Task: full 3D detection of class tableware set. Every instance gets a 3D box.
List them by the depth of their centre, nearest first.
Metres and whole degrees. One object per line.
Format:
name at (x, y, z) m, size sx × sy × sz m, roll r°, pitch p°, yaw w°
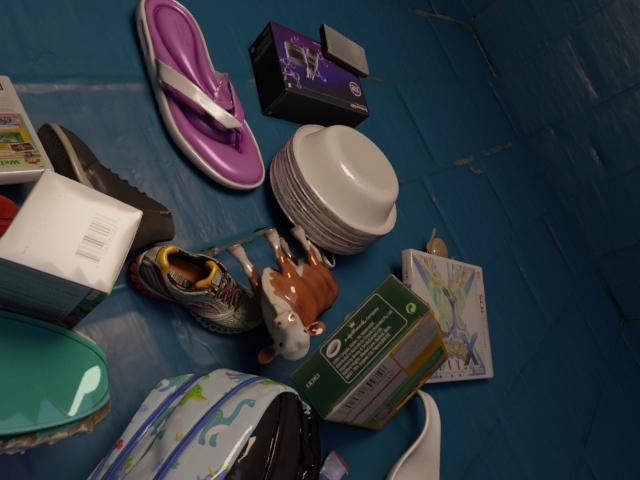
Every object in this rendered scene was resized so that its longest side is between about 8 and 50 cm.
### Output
tableware set at (0.289, 0.077, 1.069) m, size 0.128 × 0.039 × 0.194 m, roll 50°, pitch 51°, yaw -27°

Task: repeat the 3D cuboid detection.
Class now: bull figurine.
bull figurine at (-0.049, 0.076, 0.668) m, size 0.188 × 0.101 × 0.310 m, roll 65°, pitch 13°, yaw 4°

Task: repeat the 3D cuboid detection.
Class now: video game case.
video game case at (-0.468, -0.135, 0.479) m, size 0.213 × 0.023 × 0.193 m, roll -16°, pitch 63°, yaw -45°
video game case at (0.322, 0.192, 1.006) m, size 0.329 × 0.036 × 0.299 m, roll 13°, pitch 70°, yaw -39°

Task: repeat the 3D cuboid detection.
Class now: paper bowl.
paper bowl at (0.048, -0.123, 0.845) m, size 0.285 × 0.148 × 0.284 m, roll 27°, pitch 42°, yaw -27°

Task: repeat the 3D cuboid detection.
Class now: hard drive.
hard drive at (0.058, -0.466, 1.000) m, size 0.135 × 0.022 × 0.094 m, roll 12°, pitch 60°, yaw -37°

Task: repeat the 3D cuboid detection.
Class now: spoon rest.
spoon rest at (0.182, 0.416, 0.777) m, size 0.137 × 0.084 × 0.276 m, roll 32°, pitch 51°, yaw -26°

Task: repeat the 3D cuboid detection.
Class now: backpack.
backpack at (-0.131, 0.310, 0.428) m, size 0.355 × 0.274 × 0.289 m, roll -51°, pitch 133°, yaw -33°

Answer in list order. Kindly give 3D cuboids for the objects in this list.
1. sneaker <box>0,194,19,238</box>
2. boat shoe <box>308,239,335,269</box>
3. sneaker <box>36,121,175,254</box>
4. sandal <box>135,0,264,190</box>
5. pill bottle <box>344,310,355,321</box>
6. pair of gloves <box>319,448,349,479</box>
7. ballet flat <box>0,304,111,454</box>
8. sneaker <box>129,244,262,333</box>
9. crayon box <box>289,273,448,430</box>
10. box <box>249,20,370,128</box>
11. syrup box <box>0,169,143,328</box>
sneaker at (-0.459, -0.019, 0.428) m, size 0.221 × 0.128 × 0.086 m, roll -28°, pitch 125°, yaw -77°
boat shoe at (0.000, 0.000, 0.848) m, size 0.049 × 0.043 × 0.136 m, roll 5°, pitch 65°, yaw -38°
sneaker at (-0.317, -0.072, 0.597) m, size 0.221 × 0.083 × 0.118 m, roll 56°, pitch 24°, yaw 7°
sandal at (-0.221, -0.285, 0.750) m, size 0.169 × 0.102 × 0.415 m, roll -28°, pitch 90°, yaw -45°
pill bottle at (0.109, 0.162, 0.809) m, size 0.067 × 0.120 × 0.066 m, roll 20°, pitch 57°, yaw -34°
pair of gloves at (-0.035, 0.382, 0.648) m, size 0.198 × 0.023 × 0.159 m, roll 53°, pitch 47°, yaw -7°
ballet flat at (-0.412, 0.122, 0.362) m, size 0.410 × 0.147 × 0.146 m, roll 16°, pitch 60°, yaw -27°
sneaker at (-0.170, 0.079, 0.623) m, size 0.225 × 0.093 × 0.087 m, roll 31°, pitch 52°, yaw -33°
crayon box at (0.103, 0.205, 0.672) m, size 0.083 × 0.203 × 0.323 m, roll 42°, pitch -6°, yaw 34°
box at (-0.021, -0.378, 0.974) m, size 0.262 × 0.103 × 0.184 m, roll 0°, pitch 73°, yaw -41°
syrup box at (-0.289, 0.030, 0.443) m, size 0.096 × 0.237 × 0.093 m, roll 28°, pitch 54°, yaw -28°
